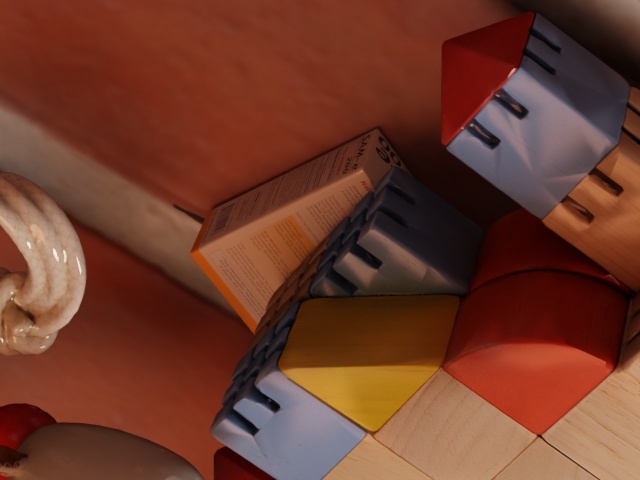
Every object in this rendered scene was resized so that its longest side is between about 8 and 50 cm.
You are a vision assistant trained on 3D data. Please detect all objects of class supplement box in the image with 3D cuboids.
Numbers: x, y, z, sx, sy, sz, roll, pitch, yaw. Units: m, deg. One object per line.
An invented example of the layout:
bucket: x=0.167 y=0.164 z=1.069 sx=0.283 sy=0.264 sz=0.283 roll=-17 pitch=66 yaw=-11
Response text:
supplement box: x=0.000 y=0.000 z=0.891 sx=0.098 sy=0.036 sz=0.062 roll=-24 pitch=115 yaw=28

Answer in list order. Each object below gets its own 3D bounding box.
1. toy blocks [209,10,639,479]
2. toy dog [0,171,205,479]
toy blocks: x=0.080 y=0.085 z=0.831 sx=0.261 sy=0.191 sz=0.381 roll=35 pitch=126 yaw=-9
toy dog: x=-0.218 y=0.109 z=0.900 sx=0.334 sy=0.161 sz=0.220 roll=-12 pitch=111 yaw=49
